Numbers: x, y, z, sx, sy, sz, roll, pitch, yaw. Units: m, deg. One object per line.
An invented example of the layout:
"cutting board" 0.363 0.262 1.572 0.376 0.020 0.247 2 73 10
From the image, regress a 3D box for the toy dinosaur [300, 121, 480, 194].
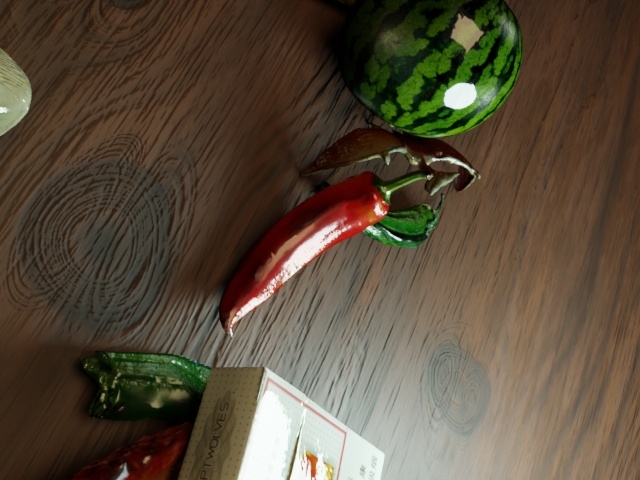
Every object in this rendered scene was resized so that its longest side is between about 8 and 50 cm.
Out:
"toy dinosaur" 0.146 -0.124 1.278 0.207 0.112 0.327 38 29 18

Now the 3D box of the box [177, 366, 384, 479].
"box" -0.042 0.322 0.977 0.330 0.095 0.210 45 49 -44

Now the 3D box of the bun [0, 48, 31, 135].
"bun" -0.426 -0.178 0.862 0.173 0.166 0.113 38 104 -16

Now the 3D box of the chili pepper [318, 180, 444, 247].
"chili pepper" 0.120 -0.037 1.266 0.279 0.065 0.122 7 56 -41

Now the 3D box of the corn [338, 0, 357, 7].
"corn" 0.027 -0.442 1.278 0.203 0.072 0.071 12 74 -35

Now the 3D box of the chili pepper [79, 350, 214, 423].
"chili pepper" -0.206 0.194 0.983 0.224 0.061 0.098 16 60 -29

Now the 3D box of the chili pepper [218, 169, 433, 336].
"chili pepper" -0.007 0.001 1.113 0.368 0.137 0.092 -39 126 -9

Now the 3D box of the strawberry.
"strawberry" -0.244 0.335 0.880 0.253 0.150 0.280 39 53 -44

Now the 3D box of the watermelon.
"watermelon" 0.179 -0.306 1.227 0.285 0.285 0.285 8 76 -35
